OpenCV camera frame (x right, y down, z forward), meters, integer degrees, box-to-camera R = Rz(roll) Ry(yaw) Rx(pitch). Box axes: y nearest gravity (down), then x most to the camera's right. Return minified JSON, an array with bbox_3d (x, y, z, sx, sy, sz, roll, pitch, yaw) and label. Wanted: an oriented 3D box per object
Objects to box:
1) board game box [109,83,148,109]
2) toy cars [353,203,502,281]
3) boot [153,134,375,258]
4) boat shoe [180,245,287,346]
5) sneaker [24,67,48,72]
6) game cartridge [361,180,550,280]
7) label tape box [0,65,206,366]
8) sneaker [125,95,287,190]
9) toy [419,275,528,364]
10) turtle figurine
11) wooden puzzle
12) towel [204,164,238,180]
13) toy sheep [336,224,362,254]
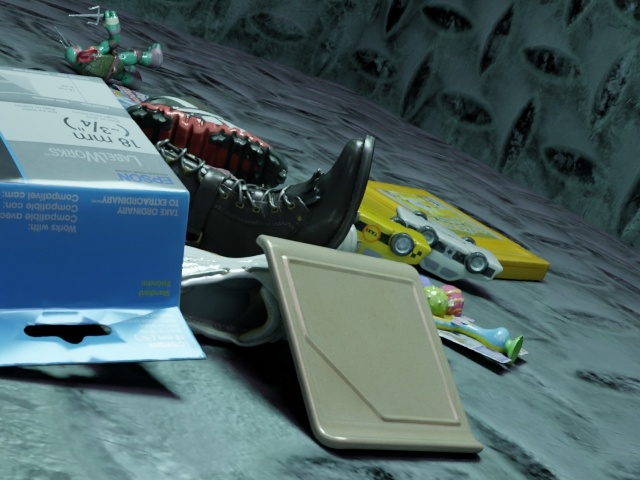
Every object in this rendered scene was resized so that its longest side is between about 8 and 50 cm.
[{"bbox_3d":[-0.330,-0.220,1.937,0.194,0.060,0.194,17,14,-29],"label":"board game box"},{"bbox_3d":[0.127,0.009,1.764,0.393,0.087,0.176,13,21,-50],"label":"toy cars"},{"bbox_3d":[-0.084,-0.046,1.253,0.229,0.263,0.091,30,22,-4],"label":"boot"},{"bbox_3d":[-0.066,0.068,1.157,0.277,0.098,0.096,6,21,-30],"label":"boat shoe"},{"bbox_3d":[-0.392,-0.188,1.706,0.234,0.084,0.097,18,-36,35],"label":"sneaker"},{"bbox_3d":[0.237,-0.020,2.142,0.323,0.053,0.285,30,15,33],"label":"game cartridge"},{"bbox_3d":[-0.252,-0.036,1.010,0.240,0.106,0.334,2,34,-37],"label":"label tape box"},{"bbox_3d":[-0.179,-0.163,1.824,0.276,0.098,0.135,19,27,-3],"label":"sneaker"},{"bbox_3d":[0.168,0.091,1.549,0.237,0.056,0.137,28,12,22],"label":"toy"},{"bbox_3d":[-0.430,-0.363,2.239,0.175,0.118,0.234,-19,-18,37],"label":"turtle figurine"},{"bbox_3d":[0.045,0.108,1.137,0.221,0.044,0.239,12,47,-43],"label":"wooden puzzle"},{"bbox_3d":[-0.222,-0.077,1.596,0.329,0.037,0.237,14,16,-35],"label":"towel"},{"bbox_3d":[0.000,0.000,1.552,0.132,0.091,0.091,12,17,-40],"label":"toy sheep"}]
